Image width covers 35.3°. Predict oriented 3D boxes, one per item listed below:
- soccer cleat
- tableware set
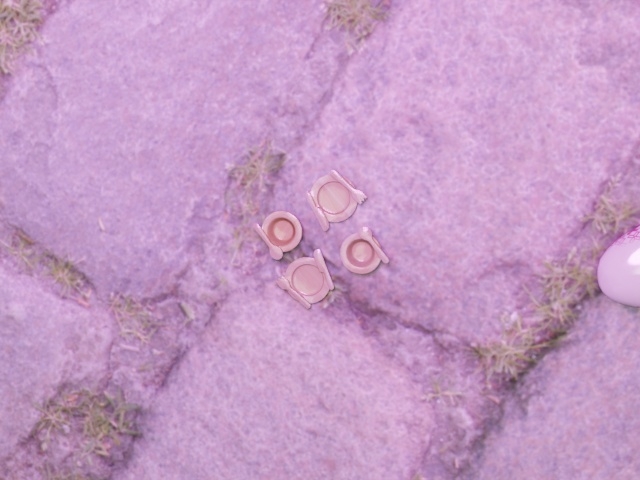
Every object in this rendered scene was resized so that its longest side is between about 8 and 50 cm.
[{"bbox_3d":[0.492,0.012,1.170,0.331,0.143,0.116,-13,96,13],"label":"soccer cleat"},{"bbox_3d":[0.000,0.000,1.327,0.169,0.020,0.141,-32,92,14],"label":"tableware set"}]
